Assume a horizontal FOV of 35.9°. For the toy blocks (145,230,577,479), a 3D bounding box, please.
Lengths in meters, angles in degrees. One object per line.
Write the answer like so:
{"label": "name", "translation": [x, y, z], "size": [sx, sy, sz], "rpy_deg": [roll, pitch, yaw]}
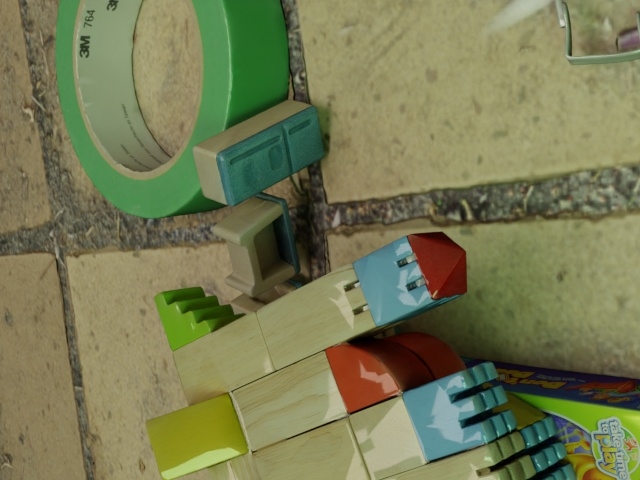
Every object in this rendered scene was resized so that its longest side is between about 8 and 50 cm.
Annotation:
{"label": "toy blocks", "translation": [0.052, 0.168, 0.715], "size": [0.261, 0.191, 0.381], "rpy_deg": [-28, 76, 34]}

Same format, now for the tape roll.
{"label": "tape roll", "translation": [-0.167, -0.185, 1.042], "size": [0.321, 0.077, 0.321], "rpy_deg": [10, 103, 44]}

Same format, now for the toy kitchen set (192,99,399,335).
{"label": "toy kitchen set", "translation": [0.000, 0.000, 0.900], "size": [0.166, 0.122, 0.207], "rpy_deg": [21, 132, 42]}

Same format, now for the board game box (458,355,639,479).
{"label": "board game box", "translation": [0.179, 0.276, 0.764], "size": [0.233, 0.078, 0.347], "rpy_deg": [1, 98, 46]}

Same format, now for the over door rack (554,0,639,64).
{"label": "over door rack", "translation": [0.092, -0.268, 0.628], "size": [0.108, 0.239, 0.324], "rpy_deg": [-23, 79, 22]}
